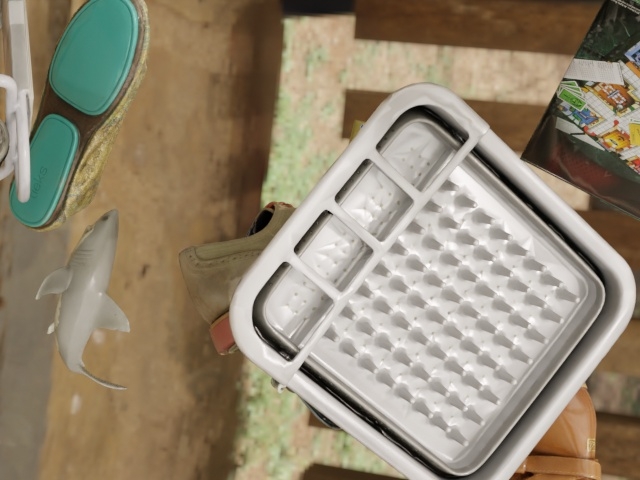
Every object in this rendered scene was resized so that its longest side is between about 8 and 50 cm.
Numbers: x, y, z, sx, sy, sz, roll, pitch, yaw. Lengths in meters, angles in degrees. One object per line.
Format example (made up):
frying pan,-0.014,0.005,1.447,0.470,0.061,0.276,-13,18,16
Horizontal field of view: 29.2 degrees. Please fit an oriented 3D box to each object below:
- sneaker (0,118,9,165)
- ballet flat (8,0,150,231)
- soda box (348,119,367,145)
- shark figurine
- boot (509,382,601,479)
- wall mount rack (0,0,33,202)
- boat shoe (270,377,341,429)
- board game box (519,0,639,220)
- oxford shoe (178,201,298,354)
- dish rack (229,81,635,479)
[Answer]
sneaker,-0.432,-0.126,1.273,0.083,0.222,0.118,-64,-169,-15
ballet flat,-0.291,-0.168,1.546,0.349,0.123,0.123,-62,173,23
soda box,0.075,-0.115,2.035,0.181,0.061,0.058,93,9,-54
shark figurine,-0.307,0.115,1.669,0.166,0.116,0.278,-51,157,-58
boot,0.178,0.231,1.329,0.109,0.283,0.220,14,60,-49
wall mount rack,-0.393,-0.177,1.353,0.304,0.130,0.350,119,-35,-58
boat shoe,-0.014,0.177,1.689,0.099,0.116,0.319,-64,149,-14
board game box,0.281,-0.054,0.829,0.136,0.259,0.030,-64,173,22
oxford shoe,0.000,0.000,1.339,0.348,0.130,0.123,-24,168,-43
dish rack,0.100,0.052,1.105,0.285,0.333,0.072,-52,-158,-5
